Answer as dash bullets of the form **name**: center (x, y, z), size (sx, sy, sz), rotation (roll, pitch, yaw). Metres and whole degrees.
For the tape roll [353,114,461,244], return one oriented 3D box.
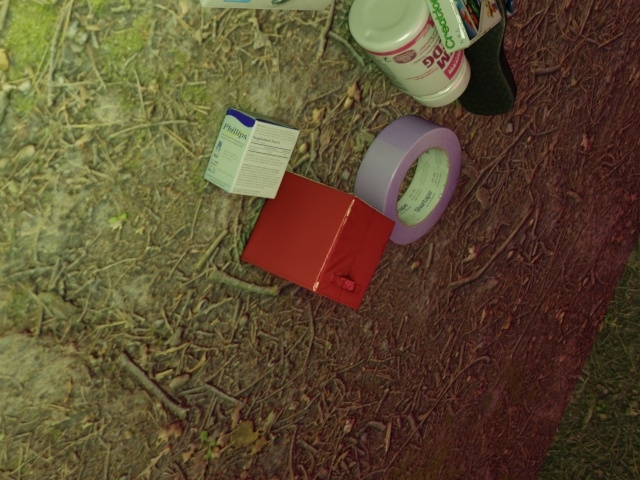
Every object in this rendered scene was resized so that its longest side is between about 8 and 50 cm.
- **tape roll**: center (0.193, -0.132, 2.190), size (0.275, 0.090, 0.274), rotation (-33, 138, -36)

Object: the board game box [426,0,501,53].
- **board game box**: center (0.227, -0.512, 1.813), size (0.193, 0.053, 0.305), rotation (-43, 114, -52)

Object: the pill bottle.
- **pill bottle**: center (0.182, -0.376, 1.927), size (0.160, 0.160, 0.283), rotation (-60, 147, -3)

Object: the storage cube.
- **storage cube**: center (0.000, 0.000, 1.919), size (0.184, 0.215, 0.193), rotation (27, 85, -57)

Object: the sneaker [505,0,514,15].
- **sneaker**: center (0.413, -0.562, 2.198), size (0.053, 0.059, 0.144), rotation (-20, 128, -43)

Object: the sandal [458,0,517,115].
- **sandal**: center (0.324, -0.430, 2.121), size (0.445, 0.168, 0.107), rotation (62, 36, -58)

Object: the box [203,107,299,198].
- **box**: center (-0.121, -0.153, 1.763), size (0.126, 0.072, 0.137), rotation (5, 110, -55)

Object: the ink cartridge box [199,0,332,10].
- **ink cartridge box**: center (-0.024, -0.466, 1.553), size (0.296, 0.066, 0.261), rotation (-14, 159, -49)
